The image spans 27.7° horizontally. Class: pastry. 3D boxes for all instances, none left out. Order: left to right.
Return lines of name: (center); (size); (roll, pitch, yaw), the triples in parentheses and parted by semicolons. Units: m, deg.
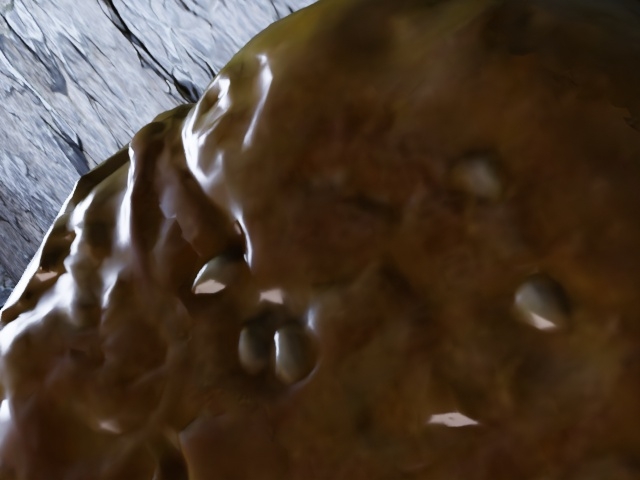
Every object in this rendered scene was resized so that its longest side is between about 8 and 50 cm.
pastry: (0.028, 0.067, 0.451); (0.284, 0.316, 0.184); (55, -162, 27)
